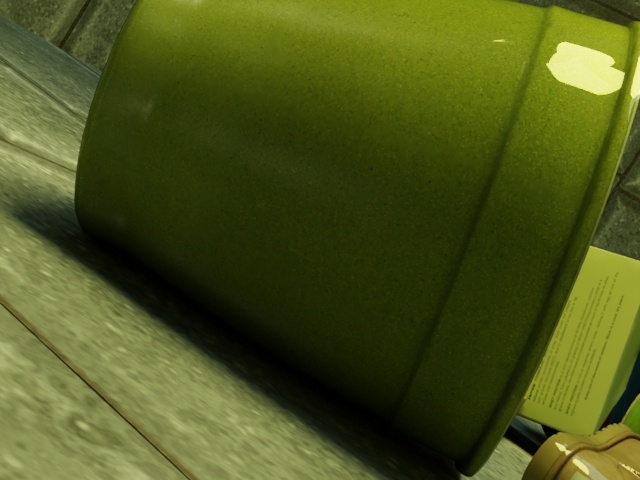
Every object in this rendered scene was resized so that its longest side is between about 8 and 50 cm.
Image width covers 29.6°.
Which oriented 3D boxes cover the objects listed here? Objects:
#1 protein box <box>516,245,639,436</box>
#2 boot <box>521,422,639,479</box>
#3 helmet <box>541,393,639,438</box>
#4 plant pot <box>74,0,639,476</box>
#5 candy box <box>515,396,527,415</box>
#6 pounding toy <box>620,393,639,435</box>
[{"bbox_3d":[0.257,0.102,1.355,0.201,0.200,0.136,19,-3,29],"label":"protein box"},{"bbox_3d":[0.312,0.264,0.992,0.269,0.089,0.236,35,15,31],"label":"boot"},{"bbox_3d":[0.362,0.208,1.460,0.161,0.169,0.169,14,15,-40],"label":"helmet"},{"bbox_3d":[0.016,-0.056,0.943,0.353,0.366,0.366,22,3,4],"label":"plant pot"},{"bbox_3d":[0.131,0.144,1.216,0.109,0.053,0.187,35,3,24],"label":"candy box"},{"bbox_3d":[0.427,0.245,1.311,0.237,0.183,0.110,34,-2,-40],"label":"pounding toy"}]
